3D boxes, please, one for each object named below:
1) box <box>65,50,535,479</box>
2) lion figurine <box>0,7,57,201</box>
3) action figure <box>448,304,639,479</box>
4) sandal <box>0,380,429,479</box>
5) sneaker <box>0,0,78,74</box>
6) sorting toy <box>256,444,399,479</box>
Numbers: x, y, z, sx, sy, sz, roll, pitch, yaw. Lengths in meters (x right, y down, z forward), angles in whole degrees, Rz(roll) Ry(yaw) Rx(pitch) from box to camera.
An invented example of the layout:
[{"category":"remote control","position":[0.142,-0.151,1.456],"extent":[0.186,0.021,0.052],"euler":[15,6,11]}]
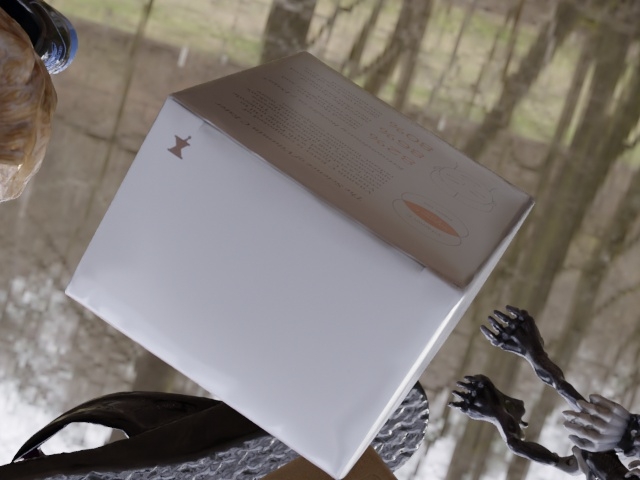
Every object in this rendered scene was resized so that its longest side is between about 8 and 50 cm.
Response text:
[{"category":"box","position":[0.000,0.000,0.591],"extent":[0.130,0.091,0.170],"euler":[34,-160,8]},{"category":"lion figurine","position":[-0.281,0.012,0.672],"extent":[0.240,0.392,0.142],"euler":[26,-144,-6]},{"category":"action figure","position":[0.209,0.184,1.145],"extent":[0.141,0.164,0.275],"euler":[9,-151,-46]},{"category":"sandal","position":[-0.127,0.187,1.186],"extent":[0.446,0.167,0.107],"euler":[-14,-139,-22]},{"category":"sneaker","position":[-0.307,-0.211,1.180],"extent":[0.232,0.081,0.090],"euler":[29,-173,-1]},{"category":"sorting toy","position":[-0.054,0.251,0.780],"extent":[0.307,0.041,0.229],"euler":[-28,-140,-11]}]
